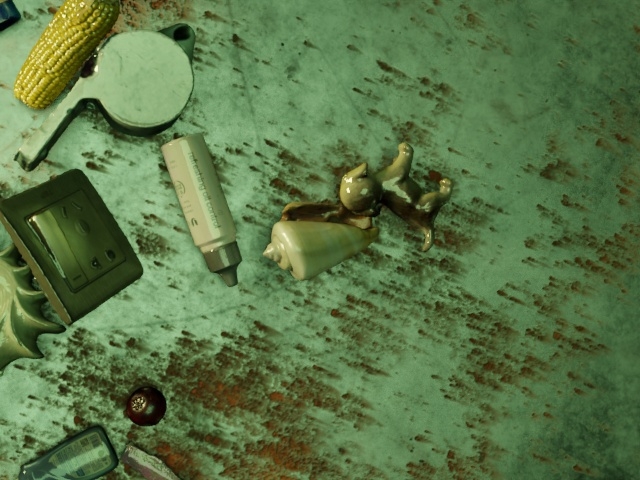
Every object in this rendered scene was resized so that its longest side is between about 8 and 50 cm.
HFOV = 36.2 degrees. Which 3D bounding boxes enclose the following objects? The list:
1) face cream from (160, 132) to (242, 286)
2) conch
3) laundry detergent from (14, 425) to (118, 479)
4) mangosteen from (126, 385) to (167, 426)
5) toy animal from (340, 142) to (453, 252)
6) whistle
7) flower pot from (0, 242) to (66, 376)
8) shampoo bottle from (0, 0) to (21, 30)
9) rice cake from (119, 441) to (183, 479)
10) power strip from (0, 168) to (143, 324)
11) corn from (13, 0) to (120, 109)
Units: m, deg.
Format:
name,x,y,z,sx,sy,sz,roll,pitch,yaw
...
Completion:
name,x,y,z,sx,sy,sz,roll,pitch,yaw
face cream,-0.226,-0.055,1.949,0.092,0.092,0.311,-20,95,-12
conch,-0.005,0.008,1.995,0.255,0.127,0.158,-1,46,-30
laundry detergent,-0.502,0.443,1.895,0.206,0.061,0.097,-25,97,-12
mangosteen,-0.341,0.327,1.929,0.081,0.081,0.081,0,89,-13
toy animal,0.156,-0.100,2.019,0.233,0.121,0.168,29,71,-9
whistle,-0.410,-0.277,1.869,0.405,0.168,0.188,-20,94,-12
flower pot,-0.677,0.167,1.808,0.367,0.164,0.254,-32,91,-12
shampoo bottle,-0.659,-0.488,1.876,0.087,0.050,0.183,-32,96,-8
rice cake,-0.311,0.476,1.950,0.206,0.036,0.047,42,71,-9
power strip,-0.481,0.012,1.851,0.092,0.251,0.257,-27,96,24
corn,-0.483,-0.361,1.834,0.106,0.106,0.293,40,111,-9
